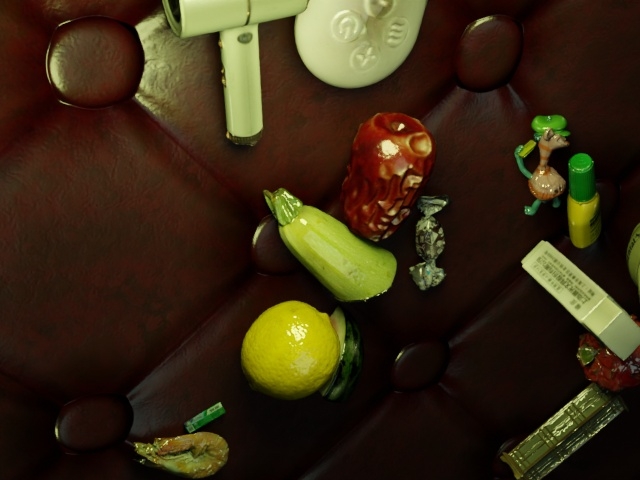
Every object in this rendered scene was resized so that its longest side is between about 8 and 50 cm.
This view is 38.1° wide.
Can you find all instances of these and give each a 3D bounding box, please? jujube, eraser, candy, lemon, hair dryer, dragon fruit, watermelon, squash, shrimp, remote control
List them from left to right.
[{"bbox_3d":[-0.275,0.416,1.831,0.217,0.051,0.115,20,104,-35],"label":"shrimp"},{"bbox_3d":[-0.127,-0.286,1.426,0.203,0.128,0.362,-16,134,-18],"label":"hair dryer"},{"bbox_3d":[-0.058,0.209,1.727,0.203,0.178,0.178,-45,129,7],"label":"lemon"},{"bbox_3d":[-0.004,0.015,1.671,0.287,0.137,0.137,31,103,-33],"label":"squash"},{"bbox_3d":[0.045,0.245,1.851,0.145,0.137,0.193,33,60,-37],"label":"watermelon"},{"bbox_3d":[0.075,-0.397,1.454,0.221,0.103,0.332,-1,119,-29],"label":"remote control"},{"bbox_3d":[0.112,-0.111,1.633,0.155,0.155,0.230,3,128,-29],"label":"jujube"},{"bbox_3d":[0.217,0.002,1.821,0.094,0.051,0.226,-25,131,-24],"label":"candy"},{"bbox_3d":[0.538,0.118,1.907,0.081,0.279,0.124,-46,128,7],"label":"eraser"},{"bbox_3d":[0.695,0.262,2.152,0.209,0.172,0.172,-17,127,-3],"label":"dragon fruit"}]

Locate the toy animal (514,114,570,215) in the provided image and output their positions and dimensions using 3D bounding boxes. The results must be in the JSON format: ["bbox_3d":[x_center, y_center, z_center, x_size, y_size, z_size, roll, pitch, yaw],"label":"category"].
[{"bbox_3d":[0.433,-0.144,1.822,0.103,0.100,0.208,5,130,16],"label":"toy animal"}]

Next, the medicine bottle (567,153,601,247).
[{"bbox_3d":[0.530,-0.083,1.872,0.095,0.064,0.260,-62,150,-23],"label":"medicine bottle"}]

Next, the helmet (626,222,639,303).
[{"bbox_3d":[0.748,0.038,2.054,0.204,0.137,0.258,-2,113,-26],"label":"helmet"}]

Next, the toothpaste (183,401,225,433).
[{"bbox_3d":[-0.229,0.351,1.832,0.083,0.017,0.020,-30,126,-7],"label":"toothpaste"}]

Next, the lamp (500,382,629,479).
[{"bbox_3d":[0.604,0.477,2.297,0.325,0.089,0.090,-40,130,2],"label":"lamp"}]
